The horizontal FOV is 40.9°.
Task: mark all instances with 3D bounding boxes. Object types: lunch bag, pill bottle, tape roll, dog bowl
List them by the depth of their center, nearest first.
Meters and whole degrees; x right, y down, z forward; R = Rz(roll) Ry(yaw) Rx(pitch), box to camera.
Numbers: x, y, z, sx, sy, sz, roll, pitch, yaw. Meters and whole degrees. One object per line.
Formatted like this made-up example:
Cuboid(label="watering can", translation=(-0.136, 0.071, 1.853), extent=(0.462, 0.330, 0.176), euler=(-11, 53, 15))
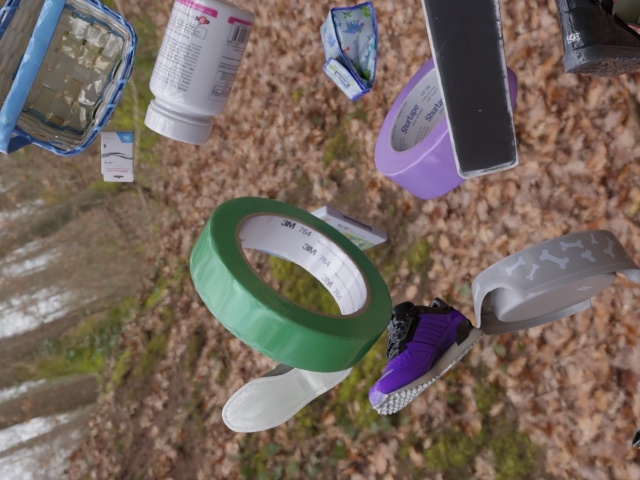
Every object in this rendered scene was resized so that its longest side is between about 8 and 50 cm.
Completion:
Cuboid(label="tape roll", translation=(-0.042, 0.061, 1.335), extent=(0.077, 0.321, 0.321), euler=(-56, 34, 28))
Cuboid(label="tape roll", translation=(0.213, -0.211, 1.495), extent=(0.090, 0.275, 0.275), euler=(30, -164, -22))
Cuboid(label="lunch bag", translation=(0.055, -0.328, 1.519), extent=(0.129, 0.096, 0.151), euler=(-171, 68, -83))
Cuboid(label="pill bottle", translation=(-0.249, -0.348, 1.723), extent=(0.160, 0.160, 0.283), euler=(-114, 44, -69))
Cuboid(label="dog bowl", translation=(0.469, 0.086, 1.748), extent=(0.349, 0.348, 0.102), euler=(77, 175, -71))

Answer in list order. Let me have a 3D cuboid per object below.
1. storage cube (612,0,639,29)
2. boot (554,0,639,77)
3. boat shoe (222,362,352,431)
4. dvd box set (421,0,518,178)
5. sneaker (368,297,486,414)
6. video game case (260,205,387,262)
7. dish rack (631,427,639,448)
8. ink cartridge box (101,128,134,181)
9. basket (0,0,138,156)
Cuboid(label="storage cube", translation=(0.886, -0.620, 2.182), extent=(0.215, 0.193, 0.184), euler=(36, 120, 41))
Cuboid(label="boot", translation=(0.672, -0.634, 2.085), extent=(0.367, 0.146, 0.445), euler=(-7, -96, -48))
Cuboid(label="boat shoe", translation=(-0.067, 0.311, 1.830), extent=(0.109, 0.305, 0.091), euler=(60, -178, -2))
Cuboid(label="dvd box set", translation=(0.110, -0.310, 0.817), extent=(0.308, 0.062, 0.420), euler=(69, -166, -45))
Cuboid(label="sneaker", translation=(0.154, 0.187, 1.500), extent=(0.146, 0.293, 0.102), euler=(49, 134, 13))
Cuboid(label="video game case", translation=(0.000, 0.000, 1.814), extent=(0.193, 0.212, 0.023), euler=(22, -125, -43))
Cuboid(label="dish rack", translation=(0.641, 0.235, 1.460), extent=(0.074, 0.271, 0.208), euler=(30, 156, 14))
Cuboid(label="ink cartridge box", translation=(-0.314, -0.129, 1.327), extent=(0.028, 0.048, 0.083), euler=(-115, 27, -71))
Cuboid(label="basket", translation=(-0.378, -0.253, 1.229), extent=(0.255, 0.201, 0.289), euler=(-63, 5, 8))
